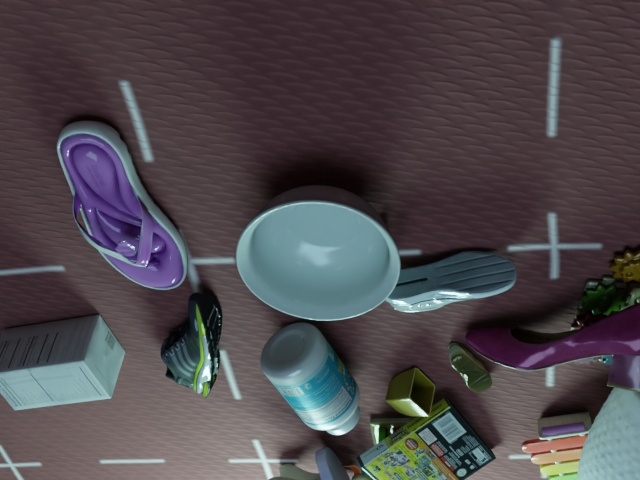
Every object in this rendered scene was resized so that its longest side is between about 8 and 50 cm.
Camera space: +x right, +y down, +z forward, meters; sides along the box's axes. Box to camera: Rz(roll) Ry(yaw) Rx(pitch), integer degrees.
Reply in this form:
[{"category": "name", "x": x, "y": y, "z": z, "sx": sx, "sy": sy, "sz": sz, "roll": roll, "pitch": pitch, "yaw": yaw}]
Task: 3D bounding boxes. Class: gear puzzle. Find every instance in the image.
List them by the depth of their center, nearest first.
[{"category": "gear puzzle", "x": 0.595, "y": 0.146, "z": 1.709, "sx": 0.175, "sy": 0.044, "sz": 0.339, "roll": 5, "pitch": 133, "yaw": 2}]

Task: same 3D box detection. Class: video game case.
[{"category": "video game case", "x": 0.251, "y": 0.506, "z": 2.017, "sx": 0.248, "sy": 0.035, "sz": 0.275, "roll": -36, "pitch": 130, "yaw": 5}]

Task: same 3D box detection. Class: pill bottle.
[{"category": "pill bottle", "x": -0.009, "y": 0.308, "z": 1.865, "sx": 0.146, "sy": 0.146, "sz": 0.264, "roll": -16, "pitch": 129, "yaw": 21}]

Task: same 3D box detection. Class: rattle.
[{"category": "rattle", "x": 0.138, "y": 0.596, "z": 2.174, "sx": 0.200, "sy": 0.143, "sz": 0.130, "roll": 47, "pitch": 129, "yaw": -3}]

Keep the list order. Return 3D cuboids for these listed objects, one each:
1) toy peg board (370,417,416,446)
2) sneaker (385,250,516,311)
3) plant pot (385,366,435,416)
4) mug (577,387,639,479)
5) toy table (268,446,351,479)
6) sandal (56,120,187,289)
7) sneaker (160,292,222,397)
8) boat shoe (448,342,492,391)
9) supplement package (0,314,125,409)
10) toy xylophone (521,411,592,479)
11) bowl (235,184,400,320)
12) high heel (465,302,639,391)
[{"category": "toy peg board", "x": 0.205, "y": 0.502, "z": 2.067, "sx": 0.160, "sy": 0.079, "sz": 0.161, "roll": -3, "pitch": 133, "yaw": 10}, {"category": "sneaker", "x": 0.248, "y": 0.082, "z": 1.676, "sx": 0.258, "sy": 0.094, "sz": 0.091, "roll": -7, "pitch": 157, "yaw": 12}, {"category": "plant pot", "x": 0.193, "y": 0.341, "z": 1.921, "sx": 0.083, "sy": 0.081, "sz": 0.081, "roll": -20, "pitch": 129, "yaw": 38}, {"category": "mug", "x": 0.712, "y": 0.440, "z": 1.805, "sx": 0.276, "sy": 0.374, "sz": 0.328, "roll": 39, "pitch": 123, "yaw": 30}, {"category": "toy table", "x": -0.008, "y": 0.638, "z": 2.126, "sx": 0.161, "sy": 0.252, "sz": 0.274, "roll": -22, "pitch": 117, "yaw": 5}, {"category": "sandal", "x": -0.383, "y": -0.034, "z": 1.617, "sx": 0.169, "sy": 0.102, "sz": 0.416, "roll": -10, "pitch": 131, "yaw": 16}, {"category": "sneaker", "x": -0.280, "y": 0.224, "z": 1.849, "sx": 0.121, "sy": 0.111, "sz": 0.300, "roll": 11, "pitch": 131, "yaw": 2}, {"category": "boat shoe", "x": 0.322, "y": 0.274, "z": 1.871, "sx": 0.056, "sy": 0.048, "sz": 0.153, "roll": -34, "pitch": 129, "yaw": 18}, {"category": "supplement package", "x": -0.580, "y": 0.268, "z": 1.903, "sx": 0.244, "sy": 0.134, "sz": 0.139, "roll": -9, "pitch": 132, "yaw": 14}, {"category": "toy xylophone", "x": 0.615, "y": 0.495, "z": 2.010, "sx": 0.236, "sy": 0.081, "sz": 0.323, "roll": -19, "pitch": 128, "yaw": 22}, {"category": "bowl", "x": 0.000, "y": 0.000, "z": 1.582, "sx": 0.298, "sy": 0.134, "sz": 0.298, "roll": 3, "pitch": 134, "yaw": 3}, {"category": "high heel", "x": 0.472, "y": 0.169, "z": 1.705, "sx": 0.377, "sy": 0.127, "sz": 0.181, "roll": 8, "pitch": 104, "yaw": 24}]
